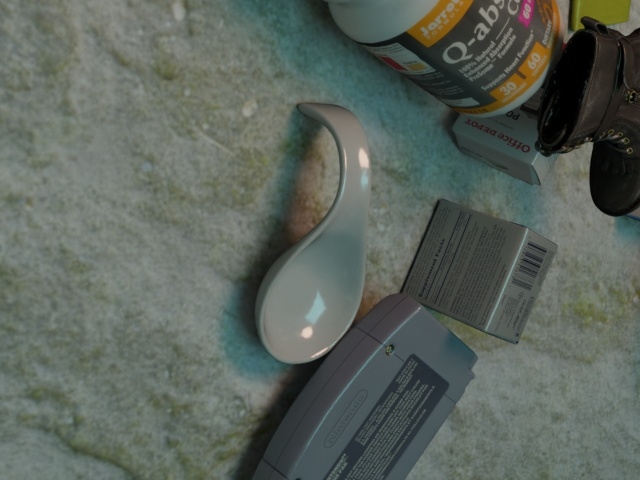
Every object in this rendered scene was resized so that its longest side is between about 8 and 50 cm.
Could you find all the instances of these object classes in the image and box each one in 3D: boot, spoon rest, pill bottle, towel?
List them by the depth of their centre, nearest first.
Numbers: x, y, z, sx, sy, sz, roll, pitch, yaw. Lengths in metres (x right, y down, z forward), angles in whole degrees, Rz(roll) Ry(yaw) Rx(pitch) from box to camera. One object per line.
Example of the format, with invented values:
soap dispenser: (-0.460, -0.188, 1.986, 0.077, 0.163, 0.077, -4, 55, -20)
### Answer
pill bottle: (0.107, -0.244, 1.128, 0.278, 0.162, 0.162, 26, 88, -43)
spoon rest: (0.000, 0.000, 1.179, 0.137, 0.084, 0.276, -3, 107, -39)
boot: (0.300, -0.127, 1.238, 0.229, 0.091, 0.263, -21, 128, -45)
towel: (0.346, -0.378, 1.379, 0.102, 0.021, 0.237, -14, 116, -30)

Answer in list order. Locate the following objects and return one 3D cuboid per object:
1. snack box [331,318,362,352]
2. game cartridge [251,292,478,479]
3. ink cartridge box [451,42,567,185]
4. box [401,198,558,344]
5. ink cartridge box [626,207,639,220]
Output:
snack box: (0.038, 0.178, 1.318, 0.064, 0.022, 0.178, -7, 110, -38)
game cartridge: (0.047, 0.210, 1.278, 0.297, 0.062, 0.198, -54, 132, -6)
ink cartridge box: (0.236, -0.154, 1.297, 0.150, 0.109, 0.063, -58, 154, -8)
box: (0.182, 0.035, 1.309, 0.072, 0.137, 0.126, 22, 91, -44)
ink cartridge box: (0.506, -0.062, 1.600, 0.181, 0.061, 0.104, 15, 95, -42)
